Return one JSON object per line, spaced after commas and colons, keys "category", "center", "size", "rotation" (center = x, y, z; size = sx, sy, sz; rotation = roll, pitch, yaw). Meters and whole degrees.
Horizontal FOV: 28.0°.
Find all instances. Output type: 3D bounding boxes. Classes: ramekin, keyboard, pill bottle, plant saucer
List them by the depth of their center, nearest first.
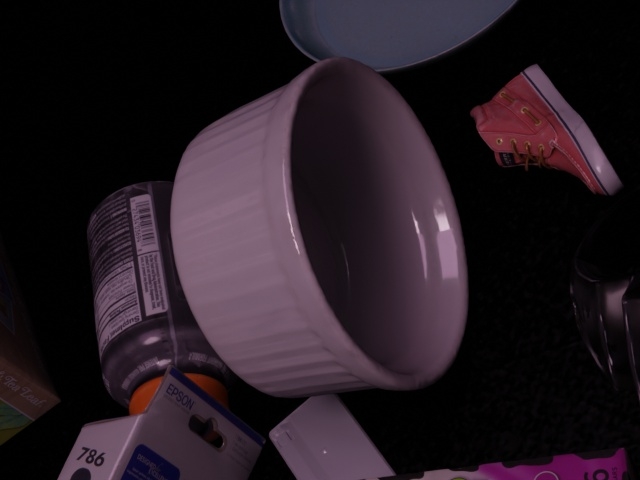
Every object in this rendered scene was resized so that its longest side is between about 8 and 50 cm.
{"category": "keyboard", "center": [0.040, 0.223, 1.063], "size": [0.072, 0.014, 0.256], "rotation": [-37, 48, -3]}
{"category": "ramekin", "center": [0.000, 0.000, 1.071], "size": [0.135, 0.277, 0.277], "rotation": [-17, 51, 31]}
{"category": "pill bottle", "center": [-0.144, 0.073, 1.196], "size": [0.130, 0.130, 0.245], "rotation": [-26, 50, 14]}
{"category": "plant saucer", "center": [0.105, -0.294, 1.358], "size": [0.318, 0.043, 0.317], "rotation": [-16, 52, 21]}

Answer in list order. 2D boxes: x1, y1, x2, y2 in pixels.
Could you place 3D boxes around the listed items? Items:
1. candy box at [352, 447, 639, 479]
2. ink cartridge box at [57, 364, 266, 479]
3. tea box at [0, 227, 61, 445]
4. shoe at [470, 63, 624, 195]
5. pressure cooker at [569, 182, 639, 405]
{"category": "candy box", "center": [0.121, 0.249, 0.943], "size": [0.233, 0.071, 0.159], "rotation": [-12, 54, 19]}
{"category": "ink cartridge box", "center": [-0.169, 0.275, 1.048], "size": [0.065, 0.165, 0.332], "rotation": [9, 64, 37]}
{"category": "tea box", "center": [-0.490, 0.098, 1.327], "size": [0.323, 0.220, 0.329], "rotation": [-36, 48, 4]}
{"category": "shoe", "center": [0.198, -0.083, 1.145], "size": [0.081, 0.063, 0.178], "rotation": [-34, 42, 8]}
{"category": "pressure cooker", "center": [0.366, -0.002, 0.780], "size": [0.420, 0.370, 0.375], "rotation": [-6, 64, 29]}
